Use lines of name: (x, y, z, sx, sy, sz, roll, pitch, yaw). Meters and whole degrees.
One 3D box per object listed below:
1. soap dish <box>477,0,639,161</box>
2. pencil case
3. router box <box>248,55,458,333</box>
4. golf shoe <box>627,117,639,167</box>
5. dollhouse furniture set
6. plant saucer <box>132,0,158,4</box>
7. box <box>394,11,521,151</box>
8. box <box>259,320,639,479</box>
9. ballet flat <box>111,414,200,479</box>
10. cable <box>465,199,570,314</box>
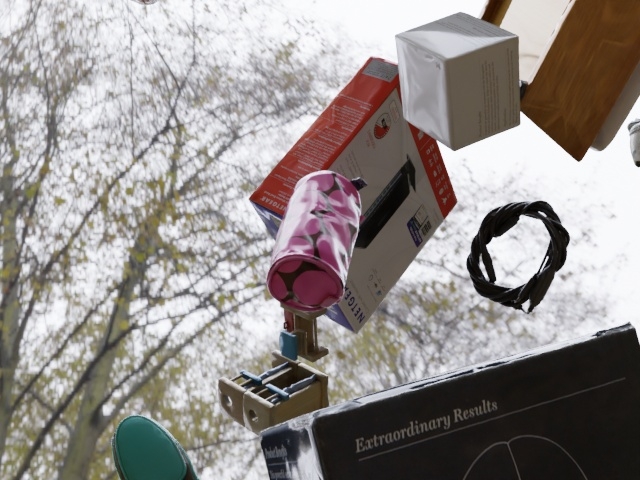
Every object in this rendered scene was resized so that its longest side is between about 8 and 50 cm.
soap dish: (0.274, -0.247, 1.006, 0.118, 0.291, 0.229, 19, -67, -15)
pencil case: (0.000, 0.000, 1.058, 0.095, 0.209, 0.098, -35, -70, 30)
router box: (0.068, -0.062, 1.395, 0.301, 0.082, 0.335, -51, -37, -17)
golf shoe: (0.475, -0.098, 1.160, 0.176, 0.069, 0.086, 20, -116, -8)
dollhouse furniture set: (-0.077, 0.190, 1.405, 0.129, 0.129, 0.184, -22, -60, -41)
plant saucer: (-0.114, -0.257, 0.434, 0.259, 0.048, 0.258, 15, -60, -46)
box: (0.140, -0.164, 0.912, 0.087, 0.102, 0.101, -23, -54, -18)
box: (0.151, 0.304, 0.741, 0.293, 0.212, 0.396, -12, -101, -19)
ballet flat: (-0.171, 0.318, 1.079, 0.083, 0.247, 0.087, -35, -33, -21)
cable: (0.313, 0.015, 1.424, 0.047, 0.150, 0.185, -5, -58, -50)
